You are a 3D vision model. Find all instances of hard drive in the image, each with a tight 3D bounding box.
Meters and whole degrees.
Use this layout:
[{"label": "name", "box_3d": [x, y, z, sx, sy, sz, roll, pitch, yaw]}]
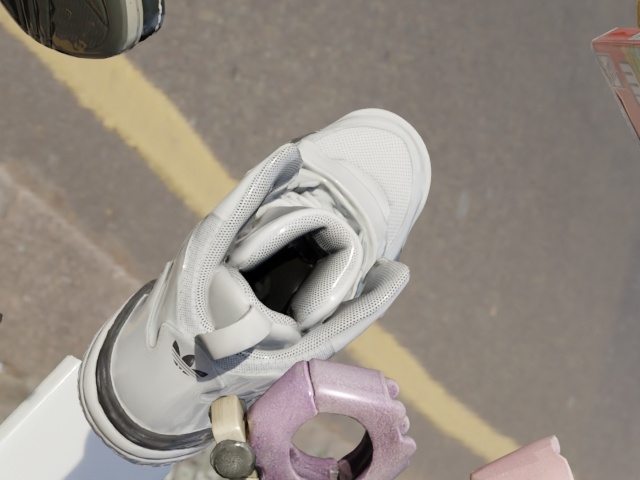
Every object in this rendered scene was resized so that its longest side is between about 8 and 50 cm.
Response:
[{"label": "hard drive", "box_3d": [-0.336, 0.312, 1.833, 0.307, 0.040, 0.203, -47, 124, -19]}]

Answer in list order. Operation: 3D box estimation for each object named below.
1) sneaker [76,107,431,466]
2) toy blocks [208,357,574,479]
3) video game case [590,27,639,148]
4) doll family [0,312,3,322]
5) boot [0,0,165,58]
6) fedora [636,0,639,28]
[{"label": "sneaker", "box_3d": [0.000, 0.000, 1.086, 0.366, 0.137, 0.210, -45, -176, -37]}, {"label": "toy blocks", "box_3d": [0.110, 0.212, 0.729, 0.309, 0.260, 0.289, -106, 178, -70]}, {"label": "video game case", "box_3d": [0.226, -0.019, 0.843, 0.204, 0.025, 0.285, 63, 1, -8]}, {"label": "doll family", "box_3d": [-0.350, 0.046, 1.261, 0.076, 0.193, 0.111, 165, -62, -82]}, {"label": "boot", "box_3d": [-0.099, -0.179, 0.842, 0.178, 0.236, 0.085, -19, 126, -30]}, {"label": "fedora", "box_3d": [0.269, -0.163, 1.071, 0.194, 0.079, 0.194, -17, 112, -49]}]
